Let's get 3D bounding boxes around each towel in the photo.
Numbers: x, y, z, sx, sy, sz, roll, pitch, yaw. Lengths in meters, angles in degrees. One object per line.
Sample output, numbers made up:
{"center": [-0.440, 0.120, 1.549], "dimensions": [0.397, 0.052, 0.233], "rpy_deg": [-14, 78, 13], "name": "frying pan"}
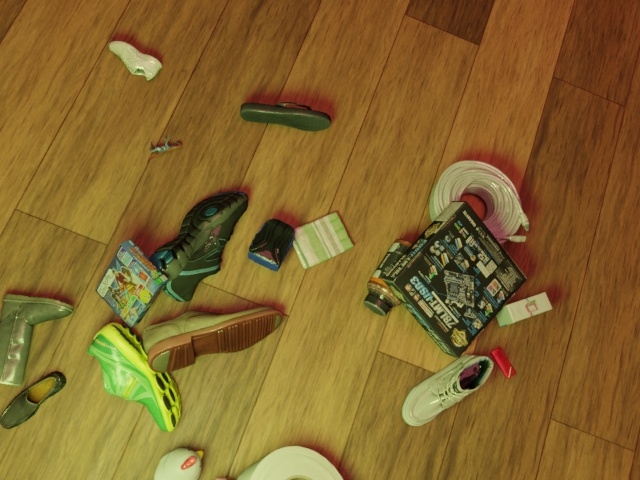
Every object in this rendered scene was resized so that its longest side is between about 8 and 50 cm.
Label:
{"center": [0.000, 0.000, 1.677], "dimensions": [0.152, 0.023, 0.113], "rpy_deg": [-23, 82, -16], "name": "towel"}

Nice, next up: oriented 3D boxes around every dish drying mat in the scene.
{"center": [0.492, 0.329, 1.671], "dimensions": [0.032, 0.008, 0.083], "rpy_deg": [-27, 81, -14], "name": "dish drying mat"}

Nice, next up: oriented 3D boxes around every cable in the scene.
{"center": [0.432, -0.096, 1.734], "dimensions": [0.257, 0.089, 0.257], "rpy_deg": [-7, 76, -9], "name": "cable"}

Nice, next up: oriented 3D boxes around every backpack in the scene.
{"center": [-0.127, 0.008, 1.610], "dimensions": [0.098, 0.101, 0.120], "rpy_deg": [27, 69, -3], "name": "backpack"}

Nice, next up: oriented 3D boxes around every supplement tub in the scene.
{"center": [0.192, 0.099, 1.634], "dimensions": [0.106, 0.106, 0.198], "rpy_deg": [34, 74, 1], "name": "supplement tub"}

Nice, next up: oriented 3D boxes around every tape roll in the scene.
{"center": [-0.063, 0.616, 1.391], "dimensions": [0.286, 0.100, 0.286], "rpy_deg": [23, 45, -25], "name": "tape roll"}

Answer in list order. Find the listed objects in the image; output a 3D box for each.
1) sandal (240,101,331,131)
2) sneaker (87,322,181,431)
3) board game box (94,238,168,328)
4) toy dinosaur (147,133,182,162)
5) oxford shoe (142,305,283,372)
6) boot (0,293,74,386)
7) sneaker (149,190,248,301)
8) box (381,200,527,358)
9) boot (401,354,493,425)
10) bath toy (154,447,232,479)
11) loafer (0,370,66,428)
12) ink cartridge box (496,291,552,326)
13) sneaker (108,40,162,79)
{"center": [-0.092, -0.355, 1.714], "dimensions": [0.255, 0.097, 0.054], "rpy_deg": [8, 74, -6], "name": "sandal"}
{"center": [-0.442, 0.336, 1.488], "dimensions": [0.123, 0.109, 0.295], "rpy_deg": [-38, 86, 9], "name": "sneaker"}
{"center": [-0.456, 0.107, 1.489], "dimensions": [0.136, 0.201, 0.035], "rpy_deg": [46, 39, 4], "name": "board game box"}
{"center": [-0.418, -0.248, 1.676], "dimensions": [0.082, 0.047, 0.090], "rpy_deg": [10, 107, -15], "name": "toy dinosaur"}
{"center": [-0.265, 0.207, 1.530], "dimensions": [0.348, 0.123, 0.130], "rpy_deg": [-12, 45, -26], "name": "oxford shoe"}
{"center": [-0.697, 0.240, 1.474], "dimensions": [0.190, 0.076, 0.208], "rpy_deg": [3, 67, 7], "name": "boot"}
{"center": [-0.296, 0.006, 1.590], "dimensions": [0.341, 0.125, 0.139], "rpy_deg": [-50, 130, -29], "name": "sneaker"}
{"center": [0.350, 0.100, 1.604], "dimensions": [0.293, 0.073, 0.295], "rpy_deg": [-46, 108, -12], "name": "box"}
{"center": [0.321, 0.373, 1.572], "dimensions": [0.258, 0.123, 0.095], "rpy_deg": [-37, 84, -16], "name": "boot"}
{"center": [-0.231, 0.613, 1.422], "dimensions": [0.348, 0.129, 0.151], "rpy_deg": [49, 40, 5], "name": "bath toy"}
{"center": [-0.678, 0.370, 1.448], "dimensions": [0.062, 0.061, 0.170], "rpy_deg": [44, 74, 3], "name": "loafer"}
{"center": [0.546, 0.187, 1.675], "dimensions": [0.122, 0.088, 0.052], "rpy_deg": [-15, 77, -12], "name": "ink cartridge box"}
{"center": [-0.517, -0.496, 1.708], "dimensions": [0.152, 0.053, 0.061], "rpy_deg": [27, 76, -2], "name": "sneaker"}
